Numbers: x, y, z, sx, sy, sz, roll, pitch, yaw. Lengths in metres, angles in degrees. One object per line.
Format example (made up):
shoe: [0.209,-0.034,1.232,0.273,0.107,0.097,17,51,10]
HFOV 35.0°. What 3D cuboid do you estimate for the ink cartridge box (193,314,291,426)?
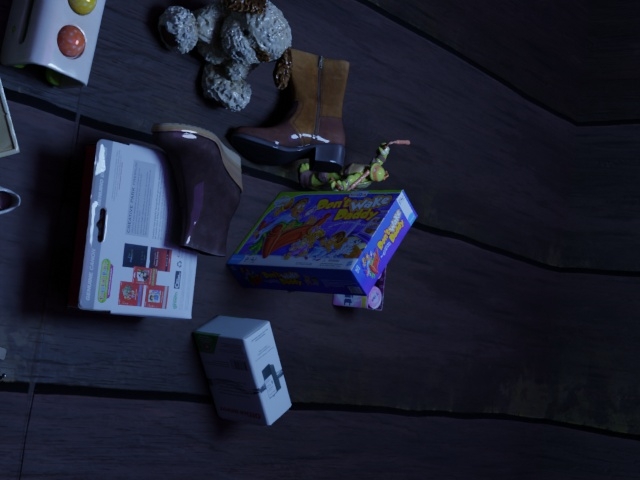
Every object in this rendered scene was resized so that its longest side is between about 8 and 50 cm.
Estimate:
ink cartridge box: [-0.162,0.271,2.118,0.087,0.153,0.208,-34,119,-45]

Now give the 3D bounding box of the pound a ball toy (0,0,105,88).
pound a ball toy: [-0.468,-0.399,1.717,0.208,0.136,0.319,21,76,-49]

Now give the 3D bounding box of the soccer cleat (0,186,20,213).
soccer cleat: [-0.583,-0.061,1.645,0.196,0.076,0.068,-14,103,-49]

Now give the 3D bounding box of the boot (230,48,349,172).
boot: [-0.062,-0.304,2.227,0.264,0.096,0.280,6,69,-12]

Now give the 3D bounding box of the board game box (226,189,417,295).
board game box: [0.000,0.000,2.141,0.233,0.347,0.078,-56,129,-33]

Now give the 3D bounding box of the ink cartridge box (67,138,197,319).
ink cartridge box: [-0.360,-0.018,1.873,0.272,0.130,0.309,11,83,-52]

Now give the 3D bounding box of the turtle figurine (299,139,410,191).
turtle figurine: [0.076,-0.157,2.323,0.269,0.217,0.087,-42,123,-41]

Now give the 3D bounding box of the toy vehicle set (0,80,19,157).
toy vehicle set: [-0.617,-0.183,1.565,0.267,0.035,0.165,-19,109,-30]

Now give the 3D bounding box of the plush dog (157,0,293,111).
plush dog: [-0.154,-0.409,2.022,0.262,0.225,0.210,54,54,-37]

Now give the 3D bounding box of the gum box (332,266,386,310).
gum box: [0.098,0.070,2.452,0.062,0.107,0.188,10,85,-50]

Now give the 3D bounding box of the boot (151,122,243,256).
boot: [-0.230,-0.090,1.855,0.248,0.090,0.206,26,69,-54]

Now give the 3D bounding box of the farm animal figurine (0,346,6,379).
farm animal figurine: [-0.626,0.148,1.553,0.326,0.172,0.330,61,40,-49]
